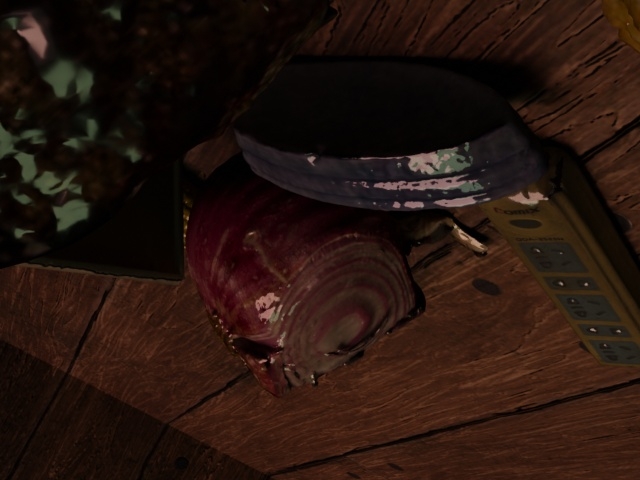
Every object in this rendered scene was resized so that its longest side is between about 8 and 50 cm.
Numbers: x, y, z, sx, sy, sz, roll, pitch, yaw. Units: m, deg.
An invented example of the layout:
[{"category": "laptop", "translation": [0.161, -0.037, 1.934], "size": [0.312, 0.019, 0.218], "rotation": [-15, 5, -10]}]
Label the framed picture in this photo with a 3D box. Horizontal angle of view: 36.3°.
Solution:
[{"category": "framed picture", "translation": [-0.214, -0.073, 0.899], "size": [0.020, 0.211, 0.289], "rotation": [-7, 171, 26]}]

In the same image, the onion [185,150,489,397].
[{"category": "onion", "translation": [-0.029, 0.008, 1.012], "size": [0.256, 0.272, 0.230], "rotation": [4, 133, 44]}]

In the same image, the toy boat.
[{"category": "toy boat", "translation": [0.056, -0.090, 0.835], "size": [0.283, 0.127, 0.078], "rotation": [10, 146, 35]}]

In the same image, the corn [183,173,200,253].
[{"category": "corn", "translation": [-0.232, -0.079, 1.183], "size": [0.320, 0.097, 0.097], "rotation": [38, 153, -28]}]

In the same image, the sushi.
[{"category": "sushi", "translation": [-0.191, -0.173, 0.621], "size": [0.299, 0.294, 0.281], "rotation": [57, -166, 27]}]

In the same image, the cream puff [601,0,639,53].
[{"category": "cream puff", "translation": [0.228, -0.168, 0.420], "size": [0.244, 0.244, 0.196], "rotation": [35, -175, -22]}]

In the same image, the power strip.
[{"category": "power strip", "translation": [0.251, 0.022, 0.953], "size": [0.092, 0.066, 0.387], "rotation": [0, 145, 40]}]
